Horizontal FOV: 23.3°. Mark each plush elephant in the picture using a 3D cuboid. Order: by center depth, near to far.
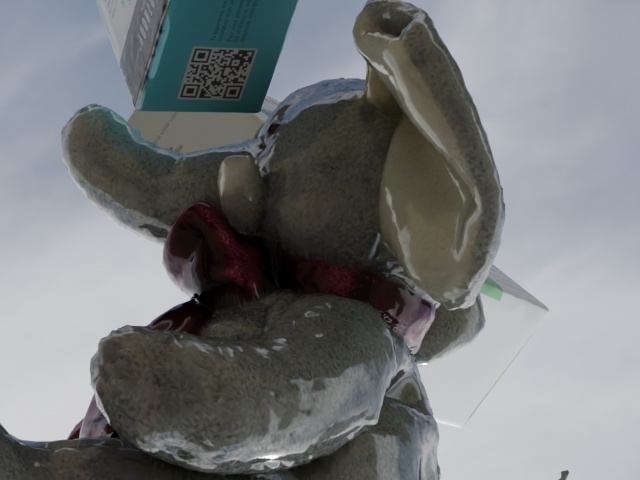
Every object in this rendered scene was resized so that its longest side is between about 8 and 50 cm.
[{"bbox_3d":[-0.023,0.033,0.672,0.330,0.272,0.255,1,-112,-1],"label":"plush elephant"}]

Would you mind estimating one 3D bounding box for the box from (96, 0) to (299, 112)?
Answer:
[{"bbox_3d":[-0.076,-0.174,0.721,0.060,0.100,0.244,-1,-135,-25],"label":"box"}]

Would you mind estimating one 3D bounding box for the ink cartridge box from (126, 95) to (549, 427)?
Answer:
[{"bbox_3d":[0.000,0.000,1.176,0.289,0.211,0.121,40,-80,29],"label":"ink cartridge box"}]
